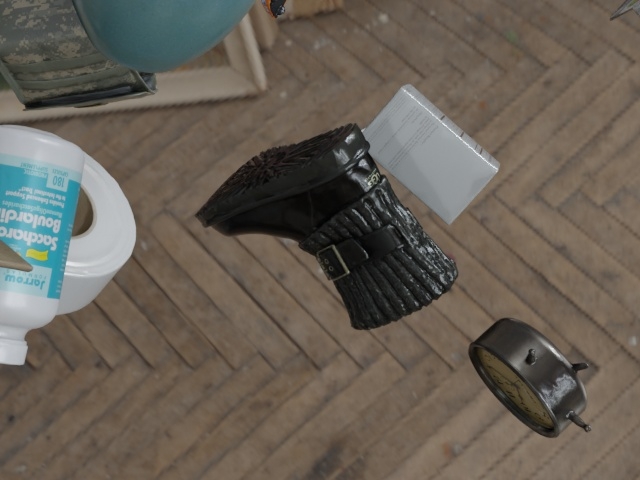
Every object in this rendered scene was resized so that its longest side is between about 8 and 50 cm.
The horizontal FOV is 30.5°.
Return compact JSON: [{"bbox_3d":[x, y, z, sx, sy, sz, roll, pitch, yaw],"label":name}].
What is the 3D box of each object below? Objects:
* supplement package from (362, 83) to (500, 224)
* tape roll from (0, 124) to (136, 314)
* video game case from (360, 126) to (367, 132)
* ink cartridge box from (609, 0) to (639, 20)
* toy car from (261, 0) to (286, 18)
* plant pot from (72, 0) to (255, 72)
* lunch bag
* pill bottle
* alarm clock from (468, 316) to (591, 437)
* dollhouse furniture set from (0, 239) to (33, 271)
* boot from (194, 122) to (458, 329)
[{"bbox_3d":[0.154,-0.124,1.664,0.179,0.105,0.105,42,104,0],"label":"supplement package"},{"bbox_3d":[-0.415,-0.032,1.707,0.100,0.286,0.286,-45,53,32],"label":"tape roll"},{"bbox_3d":[0.024,-0.122,2.015,0.201,0.183,0.023,-32,76,-35],"label":"video game case"},{"bbox_3d":[0.683,-0.444,1.971,0.309,0.272,0.130,-44,104,-24],"label":"ink cartridge box"},{"bbox_3d":[-0.039,-0.269,1.293,0.041,0.122,0.060,23,95,19],"label":"toy car"},{"bbox_3d":[-0.234,-0.352,1.651,0.290,0.195,0.290,17,33,-12],"label":"plant pot"},{"bbox_3d":[-0.433,-0.325,2.088,0.235,0.287,0.169,-7,63,5],"label":"lunch bag"},{"bbox_3d":[-0.366,0.007,1.360,0.146,0.146,0.264,7,85,19],"label":"pill bottle"},{"bbox_3d":[0.211,0.139,1.239,0.064,0.192,0.129,-41,105,-16],"label":"alarm clock"},{"bbox_3d":[-0.425,0.044,1.241,0.144,0.123,0.151,36,97,23],"label":"dollhouse furniture set"},{"bbox_3d":[-0.002,0.002,1.606,0.348,0.260,0.131,-13,28,50],"label":"boot"}]
